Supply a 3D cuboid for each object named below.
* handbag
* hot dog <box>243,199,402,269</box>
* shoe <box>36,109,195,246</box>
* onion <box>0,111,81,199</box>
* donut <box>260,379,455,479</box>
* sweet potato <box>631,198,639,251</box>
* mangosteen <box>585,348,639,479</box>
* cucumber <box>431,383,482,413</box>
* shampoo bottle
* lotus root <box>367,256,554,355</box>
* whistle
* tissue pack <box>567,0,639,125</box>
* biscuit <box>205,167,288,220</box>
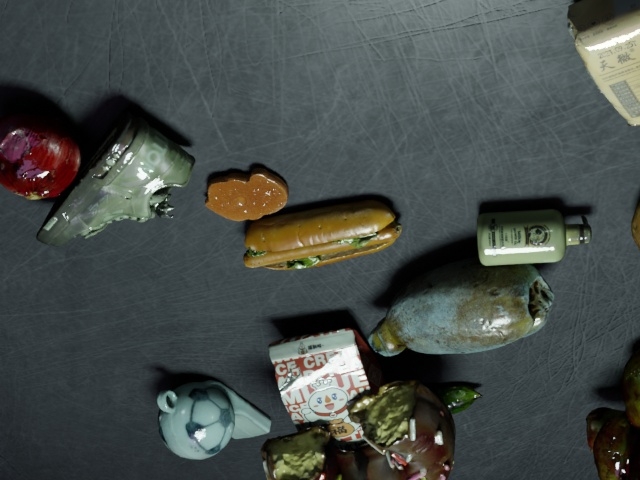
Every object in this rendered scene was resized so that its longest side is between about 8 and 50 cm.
[{"bbox_3d":[0.026,0.257,1.791,0.171,0.151,0.298,-10,133,11],"label":"handbag"},{"bbox_3d":[0.000,0.000,1.496,0.249,0.068,0.100,-10,140,20],"label":"hot dog"},{"bbox_3d":[-0.289,-0.055,1.420,0.149,0.109,0.293,30,133,-21],"label":"shoe"},{"bbox_3d":[-0.389,-0.117,1.350,0.131,0.131,0.131,4,144,3],"label":"onion"},{"bbox_3d":[0.084,0.398,1.736,0.345,0.136,0.259,-22,126,15],"label":"donut"},{"bbox_3d":[0.489,-0.001,1.428,0.075,0.075,0.269,-6,145,16],"label":"sweet potato"},{"bbox_3d":[0.682,0.369,1.684,0.381,0.421,0.381,-23,140,-21],"label":"mangosteen"},{"bbox_3d":[0.204,0.319,1.910,0.227,0.069,0.069,-17,138,22],"label":"cucumber"},{"bbox_3d":[0.311,-0.005,1.439,0.162,0.079,0.079,-3,143,12],"label":"shampoo bottle"},{"bbox_3d":[0.204,0.105,1.555,0.322,0.140,0.158,-13,-179,36],"label":"lotus root"},{"bbox_3d":[-0.222,0.368,1.953,0.163,0.163,0.290,-19,137,29],"label":"whistle"},{"bbox_3d":[0.410,-0.231,1.112,0.222,0.090,0.186,-19,139,32],"label":"tissue pack"},{"bbox_3d":[-0.110,-0.067,1.460,0.130,0.019,0.102,-16,139,25],"label":"biscuit"}]
